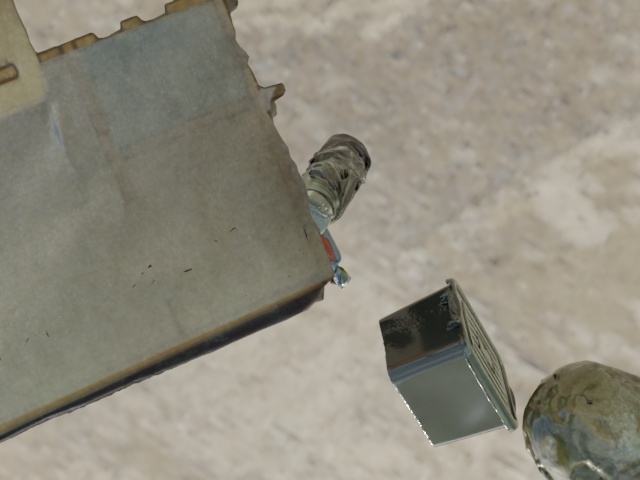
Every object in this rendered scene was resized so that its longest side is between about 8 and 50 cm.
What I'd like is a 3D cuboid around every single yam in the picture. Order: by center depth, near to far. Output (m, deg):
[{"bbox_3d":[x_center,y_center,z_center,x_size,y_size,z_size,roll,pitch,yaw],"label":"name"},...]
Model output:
[{"bbox_3d":[0.285,0.186,1.337,0.330,0.133,0.133,31,156,-18],"label":"yam"}]

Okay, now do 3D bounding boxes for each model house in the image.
[{"bbox_3d":[-0.155,-0.002,0.737,0.178,0.271,0.206,66,161,-7],"label":"model house"}]

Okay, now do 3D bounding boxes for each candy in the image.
[{"bbox_3d":[0.000,0.000,1.414,0.030,0.020,0.083,4,123,60],"label":"candy"}]

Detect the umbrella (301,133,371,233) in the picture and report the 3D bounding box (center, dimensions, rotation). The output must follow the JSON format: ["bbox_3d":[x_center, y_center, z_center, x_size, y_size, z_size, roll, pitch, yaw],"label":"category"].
[{"bbox_3d":[0.007,-0.044,1.378,0.046,0.050,0.188,37,-162,0],"label":"umbrella"}]

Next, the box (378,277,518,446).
[{"bbox_3d":[0.096,0.098,1.421,0.069,0.084,0.122,-23,130,11],"label":"box"}]
